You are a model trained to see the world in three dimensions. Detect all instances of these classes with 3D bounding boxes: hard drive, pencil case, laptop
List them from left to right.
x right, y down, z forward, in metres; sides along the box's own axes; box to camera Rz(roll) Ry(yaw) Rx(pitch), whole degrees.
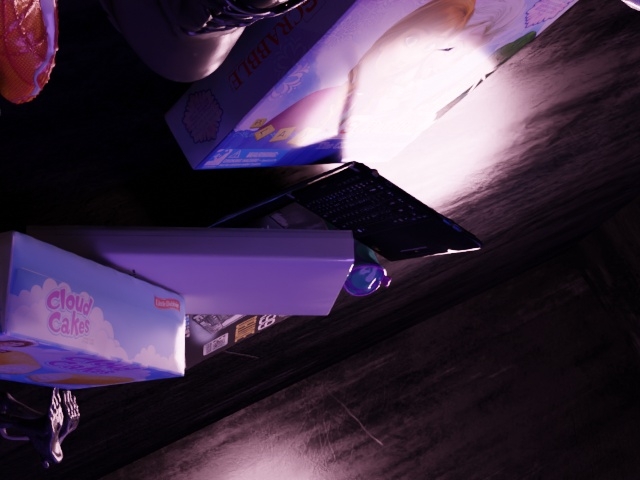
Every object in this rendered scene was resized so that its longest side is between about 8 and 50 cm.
[{"bbox_3d":[-0.133,0.037,0.887,0.308,0.040,0.203,1,160,-7],"label":"hard drive"},{"bbox_3d":[0.000,0.000,0.956,0.136,0.264,0.234,-62,-165,-14],"label":"laptop"},{"bbox_3d":[0.043,0.006,1.168,0.070,0.151,0.064,8,128,-23],"label":"pencil case"}]

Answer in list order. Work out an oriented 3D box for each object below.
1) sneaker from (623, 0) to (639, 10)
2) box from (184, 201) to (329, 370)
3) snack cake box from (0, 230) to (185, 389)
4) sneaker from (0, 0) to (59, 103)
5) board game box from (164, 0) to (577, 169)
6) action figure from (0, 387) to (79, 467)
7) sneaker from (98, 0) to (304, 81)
[{"bbox_3d":[0.329,-0.302,0.637,0.110,0.118,0.292,-20,134,-28],"label":"sneaker"},{"bbox_3d":[-0.120,0.073,1.214,0.242,0.076,0.307,-25,164,-17],"label":"box"},{"bbox_3d":[-0.258,0.077,0.788,0.152,0.089,0.264,-9,161,21],"label":"snack cake box"},{"bbox_3d":[-0.182,-0.144,0.478,0.067,0.064,0.175,-2,149,-20],"label":"sneaker"},{"bbox_3d":[0.071,-0.183,0.769,0.318,0.066,0.319,-40,162,34],"label":"board game box"},{"bbox_3d":[-0.422,0.194,0.947,0.276,0.140,0.164,-1,174,-1],"label":"action figure"},{"bbox_3d":[-0.059,-0.164,0.478,0.109,0.130,0.286,-26,165,-22],"label":"sneaker"}]
